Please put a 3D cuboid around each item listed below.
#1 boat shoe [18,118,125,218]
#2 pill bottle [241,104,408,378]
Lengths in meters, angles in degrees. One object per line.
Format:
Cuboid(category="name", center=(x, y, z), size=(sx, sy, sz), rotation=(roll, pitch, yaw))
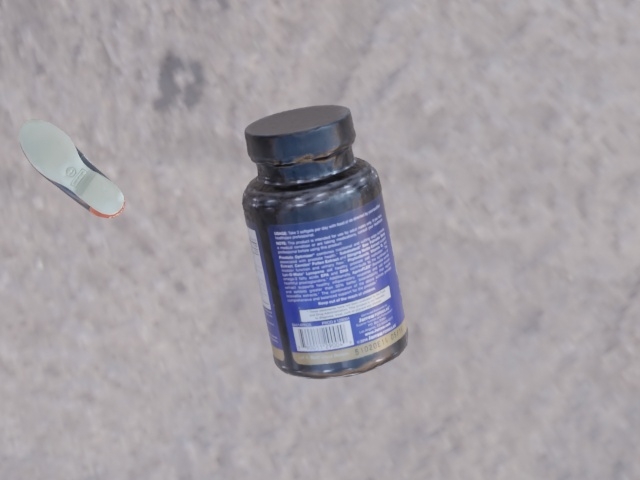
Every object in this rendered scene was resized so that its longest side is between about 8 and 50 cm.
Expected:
Cuboid(category="boat shoe", center=(-0.260, -0.073, 1.930), size=(0.137, 0.043, 0.049), rotation=(40, 83, 0))
Cuboid(category="pill bottle", center=(0.000, 0.000, 1.602), size=(0.122, 0.123, 0.219), rotation=(-14, 107, -10))
